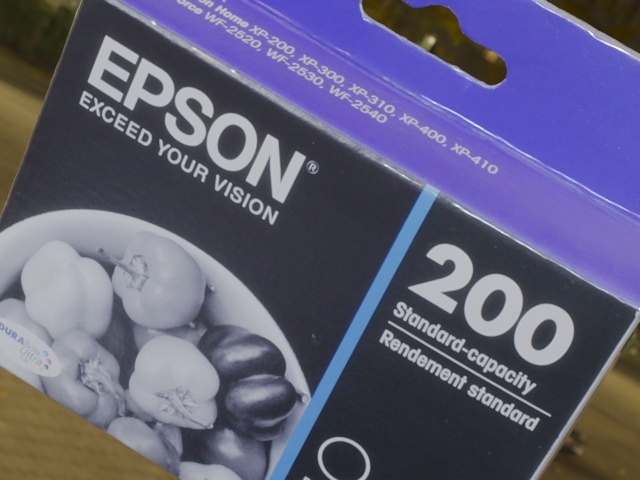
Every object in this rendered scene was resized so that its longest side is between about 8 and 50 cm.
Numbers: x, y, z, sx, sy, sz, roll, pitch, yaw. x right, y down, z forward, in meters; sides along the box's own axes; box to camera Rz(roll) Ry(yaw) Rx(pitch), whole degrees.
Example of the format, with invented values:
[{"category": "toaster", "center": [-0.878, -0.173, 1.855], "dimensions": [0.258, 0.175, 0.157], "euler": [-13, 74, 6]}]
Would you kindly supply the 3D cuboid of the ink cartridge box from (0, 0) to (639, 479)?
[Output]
[{"category": "ink cartridge box", "center": [0.000, 0.000, 0.479], "dimensions": [0.206, 0.208, 0.045], "euler": [31, 26, 9]}]
